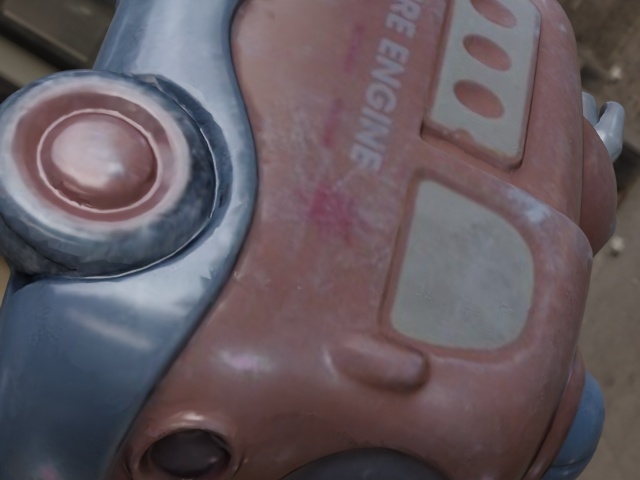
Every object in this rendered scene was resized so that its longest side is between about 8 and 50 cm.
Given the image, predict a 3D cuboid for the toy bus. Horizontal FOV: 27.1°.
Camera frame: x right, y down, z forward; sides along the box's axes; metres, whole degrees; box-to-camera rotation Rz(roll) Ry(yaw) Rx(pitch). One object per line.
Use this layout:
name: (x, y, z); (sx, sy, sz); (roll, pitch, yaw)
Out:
toy bus: (0.000, 0.000, 0.503); (0.197, 0.231, 0.294); (117, 170, -52)
